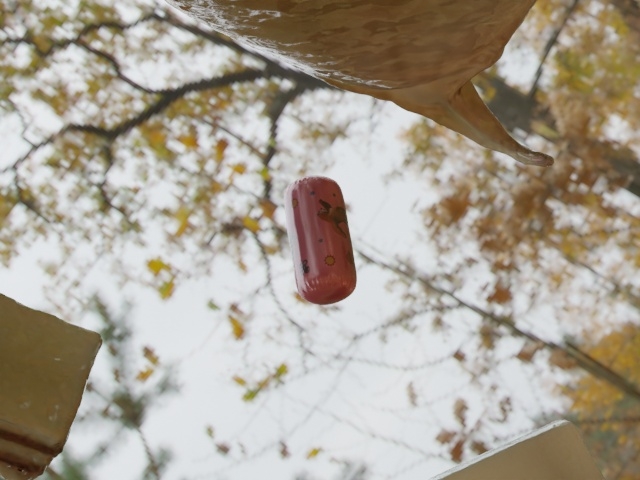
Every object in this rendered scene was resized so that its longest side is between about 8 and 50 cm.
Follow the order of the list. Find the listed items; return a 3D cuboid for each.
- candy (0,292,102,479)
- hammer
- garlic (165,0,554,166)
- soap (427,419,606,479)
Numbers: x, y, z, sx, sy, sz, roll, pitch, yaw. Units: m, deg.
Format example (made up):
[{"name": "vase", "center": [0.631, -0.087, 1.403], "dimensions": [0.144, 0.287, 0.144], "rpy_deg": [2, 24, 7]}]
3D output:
[{"name": "candy", "center": [-0.440, 0.150, 1.539], "dimensions": [0.135, 0.320, 0.179], "rpy_deg": [-51, 23, 40]}, {"name": "hammer", "center": [0.000, 0.000, 0.801], "dimensions": [0.043, 0.083, 0.043], "rpy_deg": [-9, -26, -4]}, {"name": "garlic", "center": [0.020, -0.105, 0.356], "dimensions": [0.145, 0.164, 0.245], "rpy_deg": [-49, -9, -9]}, {"name": "soap", "center": [0.092, 0.191, 0.844], "dimensions": [0.121, 0.064, 0.183], "rpy_deg": [-16, -21, -32]}]
